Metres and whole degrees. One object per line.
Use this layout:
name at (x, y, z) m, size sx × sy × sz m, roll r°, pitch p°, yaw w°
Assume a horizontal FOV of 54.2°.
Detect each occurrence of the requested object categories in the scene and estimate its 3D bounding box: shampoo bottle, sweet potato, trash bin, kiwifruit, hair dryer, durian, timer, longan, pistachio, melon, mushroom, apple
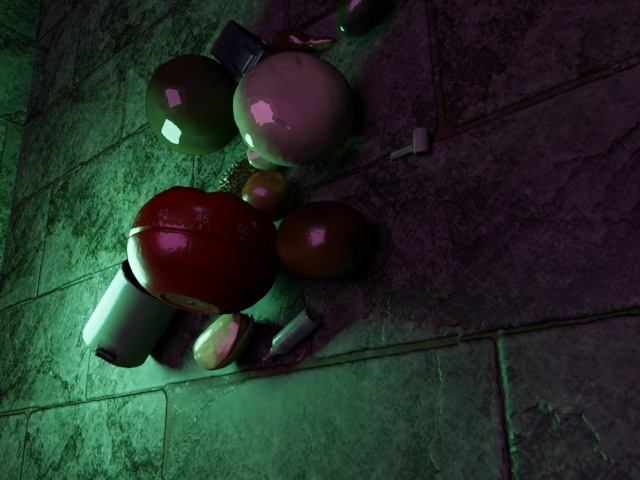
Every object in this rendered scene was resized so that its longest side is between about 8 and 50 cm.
shampoo bottle at (-0.081, 0.245, 1.566) m, size 0.195 × 0.056 × 0.056 m, roll -43°, pitch 51°, yaw 24°
sweet potato at (-0.069, -0.581, 1.826) m, size 0.269 × 0.074 × 0.075 m, roll 17°, pitch 88°, yaw 42°
trash bin at (-0.569, 0.221, 1.918) m, size 0.263 × 0.217 × 0.277 m, roll -55°, pitch 7°, yaw 16°
kiwifruit at (0.000, 0.000, 1.482) m, size 0.233 × 0.195 × 0.196 m, roll 2°, pitch 78°, yaw 47°
hair dryer at (0.205, -0.217, 1.476) m, size 0.124 × 0.037 × 0.063 m, roll -19°, pitch 62°, yaw 46°
durian at (-0.240, -0.157, 1.803) m, size 0.221 × 0.095 × 0.137 m, roll -45°, pitch 46°, yaw 9°
timer at (-0.288, 0.031, 1.564) m, size 0.377 × 0.378 × 0.279 m, roll -4°, pitch 66°, yaw 42°
longan at (-0.387, -0.418, 1.923) m, size 0.318 × 0.318 × 0.319 m, roll -16°, pitch 65°, yaw 39°
pistachio at (-0.251, 0.272, 1.671) m, size 0.200 × 0.117 × 0.145 m, roll -38°, pitch 38°, yaw 19°
melon at (0.108, -0.606, 1.637) m, size 0.167 × 0.114 × 0.114 m, roll -43°, pitch 51°, yaw 26°
mushroom at (-0.096, -0.329, 1.606) m, size 0.355 × 0.315 × 0.315 m, roll -14°, pitch 66°, yaw 26°
apple at (-0.139, -0.118, 1.685) m, size 0.130 × 0.146 × 0.147 m, roll 11°, pitch 83°, yaw 24°

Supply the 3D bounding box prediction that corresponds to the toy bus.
toy bus at (-0.199, -0.532, 1.865) m, size 0.139 × 0.167 × 0.275 m, roll -53°, pitch 48°, yaw 15°
